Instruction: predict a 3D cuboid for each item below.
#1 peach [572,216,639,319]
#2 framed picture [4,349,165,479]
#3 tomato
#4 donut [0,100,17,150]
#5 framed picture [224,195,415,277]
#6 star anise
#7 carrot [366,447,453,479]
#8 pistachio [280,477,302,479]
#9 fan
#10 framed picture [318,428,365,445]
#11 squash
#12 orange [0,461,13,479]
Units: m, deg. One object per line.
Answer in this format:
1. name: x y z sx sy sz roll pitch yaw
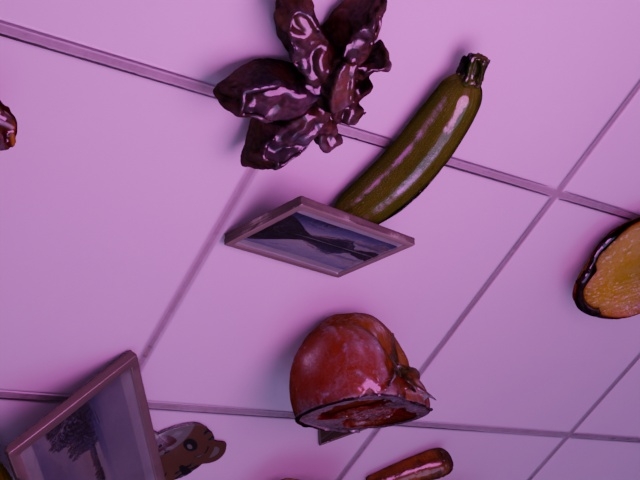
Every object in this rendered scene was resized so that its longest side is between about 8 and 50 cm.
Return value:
1. peach: 0.522 0.026 1.596 0.279 0.068 0.189 -14 127 -15
2. framed picture: -0.311 0.310 1.346 0.213 0.016 0.289 -39 143 -35
3. tomato: 0.051 0.183 1.409 0.180 0.155 0.214 -22 155 18
4. donut: -0.414 -0.085 0.941 0.216 0.096 0.230 5 127 -30
5. framed picture: 0.000 0.000 1.260 0.203 0.015 0.150 19 149 -40
6. star anise: -0.010 -0.179 1.081 0.214 0.099 0.220 -22 138 -23
7. carrot: 0.160 0.417 1.773 0.161 0.055 0.055 -14 135 -8
8. pistachio: -0.040 0.531 1.636 0.229 0.230 0.309 15 112 -38
9. fan: -0.240 0.304 1.469 0.152 0.008 0.227 -30 138 -2
10. framed picture: 0.037 0.306 1.628 0.089 0.007 0.066 -18 136 -14
11. squash: 0.115 -0.103 1.240 0.318 0.071 0.080 -48 155 22
12. orange: -0.524 0.396 1.242 0.301 0.223 0.300 -17 131 -14
